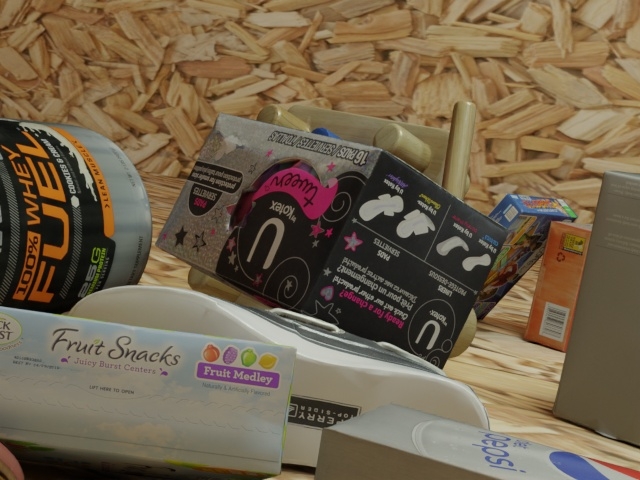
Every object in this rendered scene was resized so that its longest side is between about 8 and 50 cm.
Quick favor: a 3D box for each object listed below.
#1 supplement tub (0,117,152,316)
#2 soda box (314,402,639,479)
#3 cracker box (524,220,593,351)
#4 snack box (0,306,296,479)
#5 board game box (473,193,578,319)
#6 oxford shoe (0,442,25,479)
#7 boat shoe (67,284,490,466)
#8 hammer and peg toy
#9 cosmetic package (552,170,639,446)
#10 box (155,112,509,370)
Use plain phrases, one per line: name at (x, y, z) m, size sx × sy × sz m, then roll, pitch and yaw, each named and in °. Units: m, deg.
supplement tub at (-0.297, -0.009, 0.997) m, size 0.193 × 0.194 × 0.316 m, roll 13°, pitch 8°, yaw 25°
soda box at (0.136, 0.161, 0.570) m, size 0.286 × 0.098 × 0.091 m, roll 12°, pitch 6°, yaw 25°
cracker box at (0.370, 0.060, 1.588) m, size 0.067 × 0.156 × 0.232 m, roll 18°, pitch 10°, yaw 40°
snack box at (-0.114, 0.091, 0.667) m, size 0.174 × 0.070 × 0.207 m, roll 9°, pitch -13°, yaw -9°
board game box at (0.223, 0.025, 1.558) m, size 0.136 × 0.201 × 0.035 m, roll 4°, pitch 43°, yaw -49°
oxford shoe at (-0.288, 0.110, 0.471) m, size 0.348 × 0.123 × 0.130 m, roll 14°, pitch 38°, yaw -26°
boat shoe at (-0.030, 0.097, 0.863) m, size 0.301 × 0.108 × 0.102 m, roll 12°, pitch 6°, yaw -3°
hammer and peg toy at (0.046, -0.005, 1.211) m, size 0.361 × 0.266 × 0.127 m, roll 15°, pitch -10°, yaw 47°
cosmetic package at (0.307, 0.063, 1.102) m, size 0.107 × 0.238 × 0.127 m, roll 0°, pitch 14°, yaw -45°
box at (0.000, 0.000, 1.018) m, size 0.163 × 0.142 × 0.247 m, roll 29°, pitch -6°, yaw -36°
